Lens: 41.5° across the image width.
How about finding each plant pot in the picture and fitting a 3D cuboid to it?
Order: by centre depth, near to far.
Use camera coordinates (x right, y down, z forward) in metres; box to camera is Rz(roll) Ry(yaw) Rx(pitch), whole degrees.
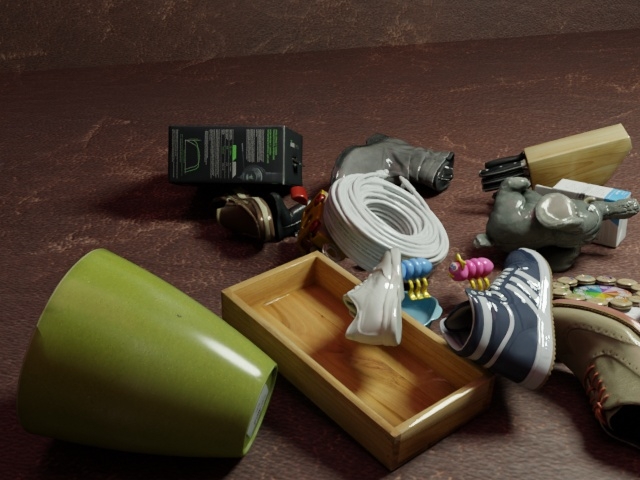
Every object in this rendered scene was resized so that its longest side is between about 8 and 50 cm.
[{"bbox_3d":[-0.219,0.186,1.185,0.293,0.275,0.275,18,30,6],"label":"plant pot"}]

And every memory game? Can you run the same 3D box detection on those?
[{"bbox_3d":[0.497,0.089,1.490,0.186,0.012,0.186,-1,13,0],"label":"memory game"}]

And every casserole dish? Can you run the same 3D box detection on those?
[{"bbox_3d":[0.118,0.128,1.472,0.188,0.037,0.114,6,28,19],"label":"casserole dish"}]

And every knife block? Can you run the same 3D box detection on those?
[{"bbox_3d":[0.486,-0.166,1.804,0.242,0.276,0.088,26,27,-7],"label":"knife block"}]

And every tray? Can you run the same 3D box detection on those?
[{"bbox_3d":[0.044,0.167,1.311,0.202,0.076,0.411,-22,40,-33],"label":"tray"}]

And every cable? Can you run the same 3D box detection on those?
[{"bbox_3d":[0.122,-0.028,1.617,0.257,0.089,0.257,-3,45,-44],"label":"cable"}]

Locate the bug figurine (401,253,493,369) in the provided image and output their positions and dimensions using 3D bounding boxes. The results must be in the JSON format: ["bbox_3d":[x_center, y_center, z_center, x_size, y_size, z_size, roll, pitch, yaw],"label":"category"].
[{"bbox_3d":[0.239,0.097,1.417,0.216,0.072,0.279,-10,39,-29],"label":"bug figurine"}]

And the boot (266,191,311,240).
[{"bbox_3d":[-0.060,-0.063,1.782,0.099,0.121,0.045,-26,36,-26],"label":"boot"}]

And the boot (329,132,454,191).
[{"bbox_3d":[0.175,-0.157,1.956,0.222,0.118,0.338,16,36,23],"label":"boot"}]

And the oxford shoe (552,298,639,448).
[{"bbox_3d":[0.421,0.197,1.194,0.130,0.123,0.348,-23,36,-26],"label":"oxford shoe"}]

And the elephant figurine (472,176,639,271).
[{"bbox_3d":[0.452,-0.031,1.612,0.239,0.186,0.169,18,-1,34],"label":"elephant figurine"}]

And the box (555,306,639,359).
[{"bbox_3d":[0.465,0.152,1.386,0.206,0.036,0.114,1,27,7],"label":"box"}]

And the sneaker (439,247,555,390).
[{"bbox_3d":[0.266,0.090,1.287,0.153,0.099,0.282,21,38,-8],"label":"sneaker"}]

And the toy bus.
[{"bbox_3d":[0.005,-0.004,1.667,0.202,0.104,0.191,0,51,-50],"label":"toy bus"}]

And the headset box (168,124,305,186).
[{"bbox_3d":[-0.178,-0.190,1.937,0.282,0.131,0.246,1,2,7],"label":"headset box"}]

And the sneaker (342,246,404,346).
[{"bbox_3d":[0.082,0.081,1.319,0.094,0.080,0.212,-4,32,13],"label":"sneaker"}]

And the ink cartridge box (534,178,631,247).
[{"bbox_3d":[0.531,-0.062,1.727,0.180,0.104,0.060,17,33,33],"label":"ink cartridge box"}]

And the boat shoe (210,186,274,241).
[{"bbox_3d":[-0.173,-0.046,1.797,0.095,0.095,0.257,-15,17,-17],"label":"boat shoe"}]
